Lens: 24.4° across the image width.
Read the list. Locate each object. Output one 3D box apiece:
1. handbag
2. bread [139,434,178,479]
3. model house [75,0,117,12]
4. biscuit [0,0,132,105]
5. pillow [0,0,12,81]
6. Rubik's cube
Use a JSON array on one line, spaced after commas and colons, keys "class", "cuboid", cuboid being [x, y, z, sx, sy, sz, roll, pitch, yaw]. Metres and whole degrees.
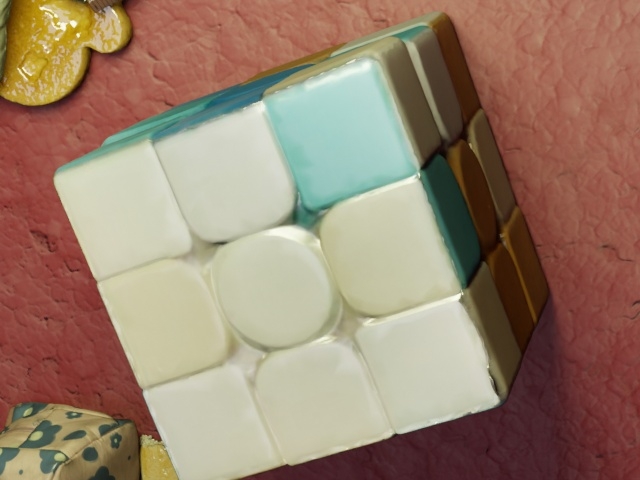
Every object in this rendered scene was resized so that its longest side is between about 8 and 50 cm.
[{"class": "handbag", "cuboid": [-0.330, 0.326, 1.751, 0.193, 0.190, 0.252, 11, 110, 30]}, {"class": "bread", "cuboid": [-0.180, 0.269, 1.769, 0.083, 0.035, 0.070, -3, 104, 23]}, {"class": "model house", "cuboid": [-0.242, -0.278, 1.588, 0.083, 0.057, 0.058, -30, 122, 0]}, {"class": "biscuit", "cuboid": [-0.300, -0.254, 1.650, 0.184, 0.035, 0.249, 37, 109, 4]}, {"class": "pillow", "cuboid": [-0.464, -0.325, 1.593, 0.322, 0.120, 0.255, 30, 126, 13]}, {"class": "Rubik's cube", "cuboid": [0.000, 0.000, 1.478, 0.346, 0.344, 0.347, -17, 99, 18]}]
